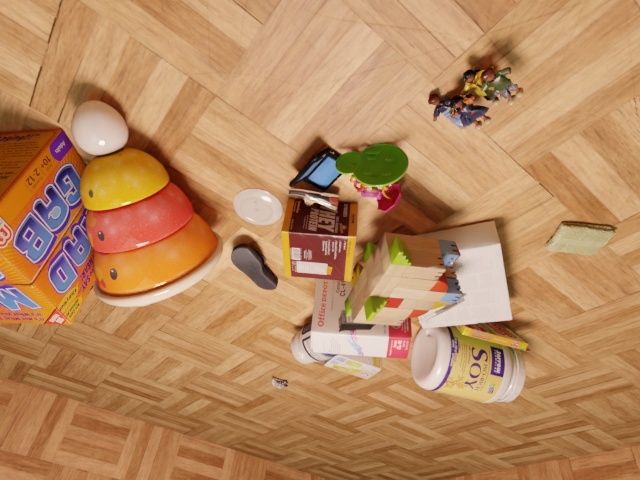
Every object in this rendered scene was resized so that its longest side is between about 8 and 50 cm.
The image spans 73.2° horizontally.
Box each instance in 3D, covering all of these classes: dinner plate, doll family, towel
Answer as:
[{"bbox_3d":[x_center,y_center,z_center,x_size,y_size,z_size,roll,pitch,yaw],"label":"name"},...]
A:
[{"bbox_3d":[-0.177,-0.088,1.214,0.141,0.017,0.141,3,137,3],"label":"dinner plate"},{"bbox_3d":[0.305,-0.292,0.880,0.111,0.076,0.193,23,139,-23],"label":"doll family"},{"bbox_3d":[0.707,-0.003,1.176,0.148,0.027,0.110,7,137,0],"label":"towel"}]

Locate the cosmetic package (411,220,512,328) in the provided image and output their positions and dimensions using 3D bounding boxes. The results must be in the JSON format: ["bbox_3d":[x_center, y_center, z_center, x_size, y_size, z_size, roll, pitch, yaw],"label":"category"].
[{"bbox_3d":[0.406,0.121,1.303,0.284,0.097,0.377,-12,134,19],"label":"cosmetic package"}]

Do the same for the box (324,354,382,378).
[{"bbox_3d":[0.130,0.458,1.708,0.203,0.103,0.114,22,136,-16],"label":"box"}]

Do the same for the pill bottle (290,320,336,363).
[{"bbox_3d":[0.019,0.353,1.571,0.153,0.153,0.265,33,133,-26],"label":"pill bottle"}]

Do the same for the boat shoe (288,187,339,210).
[{"bbox_3d":[-0.019,-0.111,1.132,0.137,0.049,0.043,9,102,-3],"label":"boat shoe"}]

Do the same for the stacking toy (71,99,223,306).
[{"bbox_3d":[-0.481,-0.108,1.084,0.350,0.350,0.480,-7,118,15],"label":"stacking toy"}]

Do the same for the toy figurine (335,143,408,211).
[{"bbox_3d":[0.134,-0.136,1.058,0.173,0.130,0.159,6,149,19],"label":"toy figurine"}]

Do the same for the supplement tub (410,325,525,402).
[{"bbox_3d":[0.517,0.436,1.529,0.331,0.241,0.241,15,137,-9],"label":"supplement tub"}]

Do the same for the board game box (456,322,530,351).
[{"bbox_3d":[0.580,0.310,1.471,0.259,0.124,0.039,18,104,-10],"label":"board game box"}]

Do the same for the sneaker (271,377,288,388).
[{"bbox_3d":[-0.184,0.672,2.042,0.069,0.038,0.098,-12,144,18],"label":"sneaker"}]

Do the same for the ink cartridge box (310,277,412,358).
[{"bbox_3d":[0.130,0.242,1.380,0.306,0.226,0.131,3,138,3],"label":"ink cartridge box"}]

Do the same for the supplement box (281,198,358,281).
[{"bbox_3d":[0.000,0.000,1.201,0.194,0.129,0.191,4,138,3],"label":"supplement box"}]

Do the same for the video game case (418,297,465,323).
[{"bbox_3d":[0.356,0.206,1.264,0.122,0.011,0.087,-17,160,-28],"label":"video game case"}]

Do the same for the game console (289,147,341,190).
[{"bbox_3d":[-0.001,-0.163,1.068,0.071,0.107,0.122,47,130,-1],"label":"game console"}]

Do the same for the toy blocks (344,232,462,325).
[{"bbox_3d":[0.247,0.117,1.153,0.261,0.191,0.381,6,140,-14],"label":"toy blocks"}]

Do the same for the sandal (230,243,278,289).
[{"bbox_3d":[-0.212,0.080,1.386,0.097,0.054,0.254,1,148,17],"label":"sandal"}]

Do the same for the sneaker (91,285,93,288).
[{"bbox_3d":[-0.837,0.110,1.466,0.147,0.104,0.296,29,140,-25],"label":"sneaker"}]

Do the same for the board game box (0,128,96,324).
[{"bbox_3d":[-0.812,-0.030,1.110,0.356,0.356,0.356,-1,138,8],"label":"board game box"}]
